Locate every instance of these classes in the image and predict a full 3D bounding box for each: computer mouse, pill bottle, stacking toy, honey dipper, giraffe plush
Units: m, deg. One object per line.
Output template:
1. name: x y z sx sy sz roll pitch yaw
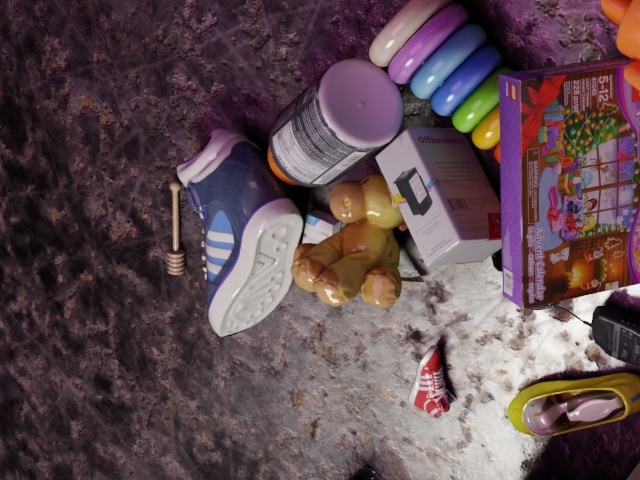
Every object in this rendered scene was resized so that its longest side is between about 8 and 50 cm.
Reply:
1. computer mouse: 0.364 0.102 1.681 0.242 0.041 0.071 26 141 30
2. pill bottle: 0.008 -0.153 1.735 0.130 0.130 0.245 59 152 0
3. stacking toy: 0.220 -0.177 1.617 0.330 0.141 0.141 47 128 3
4. honey dipper: -0.243 -0.022 2.054 0.030 0.030 0.161 13 114 30
5. giraffe plush: 0.067 -0.016 1.749 0.181 0.210 0.171 33 122 50

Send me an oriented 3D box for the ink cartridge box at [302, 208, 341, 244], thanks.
1. ink cartridge box: 0.000 0.000 1.893 0.048 0.028 0.083 25 120 25

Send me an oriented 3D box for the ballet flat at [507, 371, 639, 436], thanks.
1. ballet flat: 0.345 0.234 1.715 0.231 0.077 0.077 -20 97 39

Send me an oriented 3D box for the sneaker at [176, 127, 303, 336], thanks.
1. sneaker: -0.146 -0.026 1.945 0.236 0.130 0.323 55 144 27

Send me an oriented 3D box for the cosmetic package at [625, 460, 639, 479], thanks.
1. cosmetic package: 0.478 0.321 1.519 0.129 0.296 0.153 -18 98 37

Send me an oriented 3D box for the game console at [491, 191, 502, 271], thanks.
1. game console: 0.299 -0.002 1.695 0.122 0.071 0.107 15 146 31

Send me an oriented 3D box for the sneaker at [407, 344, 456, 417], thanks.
1. sneaker: 0.175 0.215 1.848 0.067 0.042 0.118 33 131 25

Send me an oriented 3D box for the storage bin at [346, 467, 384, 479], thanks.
1. storage bin: 0.052 0.458 1.943 0.122 0.180 0.084 42 127 14

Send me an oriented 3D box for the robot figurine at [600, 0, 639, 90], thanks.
1. robot figurine: 0.435 -0.244 1.430 0.219 0.158 0.128 36 147 19

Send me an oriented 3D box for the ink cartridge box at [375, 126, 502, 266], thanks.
1. ink cartridge box: 0.169 -0.060 1.660 0.072 0.127 0.175 -40 65 39

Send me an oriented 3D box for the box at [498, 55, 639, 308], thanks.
1. box: 0.325 -0.075 1.533 0.057 0.200 0.293 -141 43 -63
